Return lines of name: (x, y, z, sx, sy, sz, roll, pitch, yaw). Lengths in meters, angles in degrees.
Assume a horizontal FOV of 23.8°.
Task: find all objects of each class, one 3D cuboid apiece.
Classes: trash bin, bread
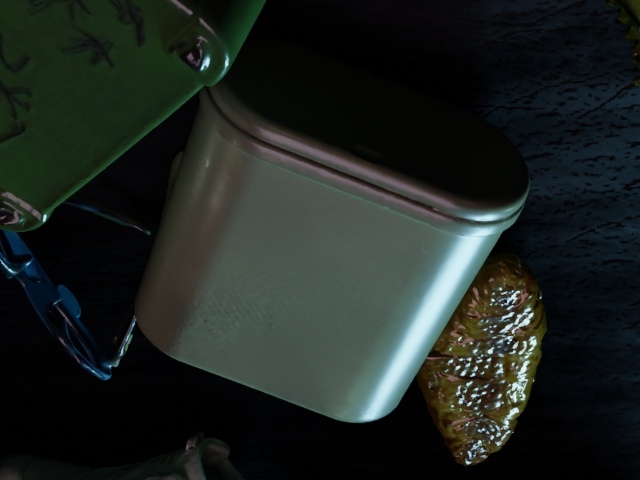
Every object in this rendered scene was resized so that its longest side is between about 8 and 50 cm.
trash bin: (0.000, 0.000, 1.131, 0.243, 0.121, 0.247, 20, 129, -5)
bread: (0.127, 0.088, 1.242, 0.105, 0.076, 0.233, 1, 130, -2)

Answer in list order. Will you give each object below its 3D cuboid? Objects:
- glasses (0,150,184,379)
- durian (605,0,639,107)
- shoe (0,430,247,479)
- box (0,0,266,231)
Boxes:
glasses: (-0.182, 0.013, 1.234, 0.206, 0.102, 0.239, -12, 131, 27)
durian: (0.274, -0.072, 0.992, 0.132, 0.106, 0.375, -31, 98, 28)
shoe: (-0.158, 0.262, 1.483, 0.342, 0.132, 0.211, 26, 116, 11)
box: (-0.187, -0.165, 0.993, 0.252, 0.178, 0.328, 37, 133, -20)
